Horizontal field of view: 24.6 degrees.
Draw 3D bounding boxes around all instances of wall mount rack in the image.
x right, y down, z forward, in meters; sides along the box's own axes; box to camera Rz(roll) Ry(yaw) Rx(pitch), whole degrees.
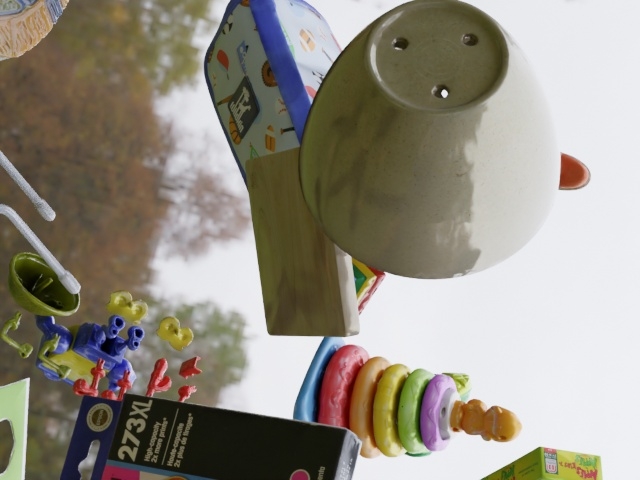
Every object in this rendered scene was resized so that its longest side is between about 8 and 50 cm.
[{"bbox_3d":[-0.469,-0.056,1.965,0.130,0.304,0.350,-67,-151,24],"label":"wall mount rack"}]

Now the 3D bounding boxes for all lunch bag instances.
[{"bbox_3d":[-0.034,-0.189,2.360,0.385,0.239,0.328,66,4,-68],"label":"lunch bag"}]

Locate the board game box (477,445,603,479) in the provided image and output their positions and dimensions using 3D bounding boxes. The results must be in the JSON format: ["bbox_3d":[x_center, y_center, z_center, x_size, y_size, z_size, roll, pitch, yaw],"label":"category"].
[{"bbox_3d":[0.272,0.317,1.890,0.181,0.092,0.043,136,-40,-54],"label":"board game box"}]

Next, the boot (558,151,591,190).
[{"bbox_3d":[0.348,-0.121,2.294,0.084,0.158,0.059,27,84,-83],"label":"boot"}]

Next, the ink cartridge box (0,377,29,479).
[{"bbox_3d":[-0.495,0.262,1.812,0.097,0.255,0.189,28,-60,40],"label":"ink cartridge box"}]

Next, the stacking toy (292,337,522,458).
[{"bbox_3d":[0.129,0.232,1.997,0.166,0.302,0.175,-63,147,-42],"label":"stacking toy"}]

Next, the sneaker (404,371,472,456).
[{"bbox_3d":[0.173,0.285,2.386,0.295,0.109,0.123,136,-55,-67],"label":"sneaker"}]

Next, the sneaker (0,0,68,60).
[{"bbox_3d":[-0.372,-0.222,1.468,0.296,0.131,0.112,-48,152,-24],"label":"sneaker"}]

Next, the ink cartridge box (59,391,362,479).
[{"bbox_3d":[-0.148,0.277,1.682,0.371,0.069,0.176,5,-109,24],"label":"ink cartridge box"}]

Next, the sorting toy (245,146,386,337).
[{"bbox_3d":[0.000,0.000,2.037,0.255,0.089,0.257,-6,-89,64],"label":"sorting toy"}]

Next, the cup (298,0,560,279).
[{"bbox_3d":[0.133,-0.152,1.758,0.237,0.331,0.331,86,6,-61],"label":"cup"}]

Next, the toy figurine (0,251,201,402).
[{"bbox_3d":[-0.395,0.187,2.304,0.217,0.362,0.191,-27,-137,42],"label":"toy figurine"}]
